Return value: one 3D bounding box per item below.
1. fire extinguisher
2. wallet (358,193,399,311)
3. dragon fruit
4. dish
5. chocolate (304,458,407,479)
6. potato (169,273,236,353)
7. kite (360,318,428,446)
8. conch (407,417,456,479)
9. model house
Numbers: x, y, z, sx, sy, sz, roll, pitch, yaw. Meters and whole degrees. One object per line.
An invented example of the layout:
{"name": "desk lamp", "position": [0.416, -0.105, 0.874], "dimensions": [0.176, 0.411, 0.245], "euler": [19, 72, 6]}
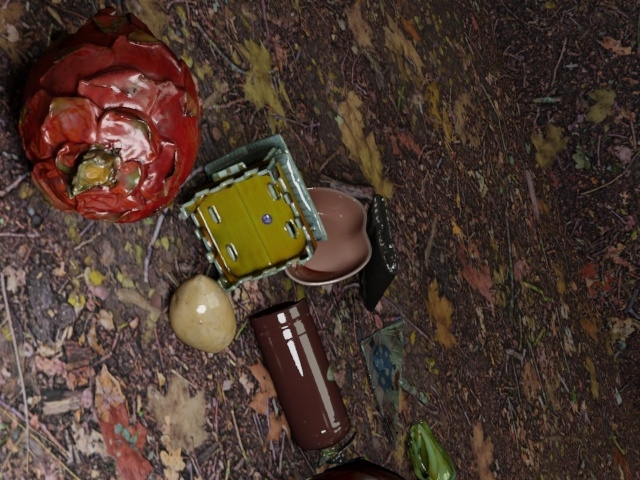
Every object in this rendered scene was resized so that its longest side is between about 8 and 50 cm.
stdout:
{"name": "fire extinguisher", "position": [-0.018, 0.278, 1.909], "dimensions": [0.135, 0.114, 0.337], "euler": [-23, 97, -39]}
{"name": "wallet", "position": [0.110, 0.034, 2.155], "dimensions": [0.321, 0.044, 0.170], "euler": [109, -28, -71]}
{"name": "dragon fruit", "position": [-0.307, -0.176, 1.505], "dimensions": [0.277, 0.277, 0.342], "euler": [51, 26, -35]}
{"name": "dish", "position": [0.000, 0.000, 2.073], "dimensions": [0.090, 0.213, 0.213], "euler": [91, -8, -74]}
{"name": "chocolate", "position": [-0.006, 0.559, 1.609], "dimensions": [0.331, 0.384, 0.383], "euler": [-6, 81, -44]}
{"name": "potato", "position": [-0.196, 0.125, 1.706], "dimensions": [0.147, 0.112, 0.112], "euler": [62, 31, -32]}
{"name": "kite", "position": [0.168, 0.311, 2.320], "dimensions": [0.314, 0.012, 0.335], "euler": [45, 41, -41]}
{"name": "conch", "position": [0.251, 0.507, 2.297], "dimensions": [0.095, 0.079, 0.200], "euler": [-20, 76, -48]}
{"name": "model house", "position": [-0.110, -0.046, 1.838], "dimensions": [0.224, 0.198, 0.215], "euler": [64, 18, -15]}
